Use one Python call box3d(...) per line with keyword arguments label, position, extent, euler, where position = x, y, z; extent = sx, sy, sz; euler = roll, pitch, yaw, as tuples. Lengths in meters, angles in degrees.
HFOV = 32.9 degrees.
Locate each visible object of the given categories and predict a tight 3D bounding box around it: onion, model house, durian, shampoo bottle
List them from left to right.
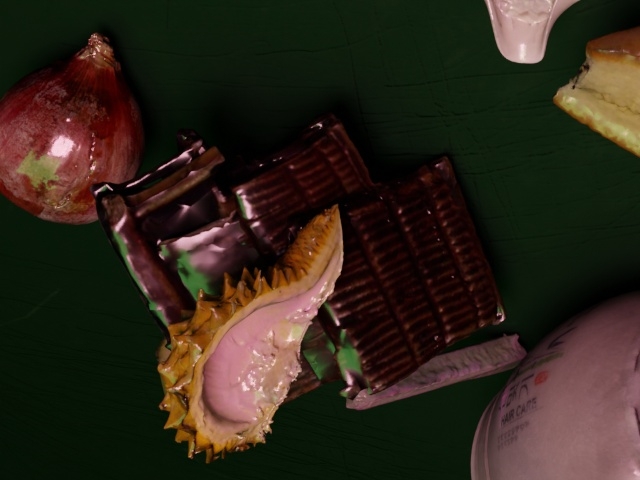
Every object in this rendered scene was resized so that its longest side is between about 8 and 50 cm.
box3d(label="onion", position=(-0.240, -0.114, 1.055), extent=(0.159, 0.159, 0.195), euler=(30, 121, -1))
box3d(label="durian", position=(-0.058, 0.061, 0.850), extent=(0.078, 0.224, 0.140), euler=(27, 173, 42))
box3d(label="model house", position=(0.000, 0.000, 1.018), extent=(0.282, 0.297, 0.317), euler=(-24, 105, 9))
box3d(label="shampoo bottle", position=(0.287, 0.190, 0.961), extent=(0.273, 0.273, 0.266), euler=(34, 148, -6))

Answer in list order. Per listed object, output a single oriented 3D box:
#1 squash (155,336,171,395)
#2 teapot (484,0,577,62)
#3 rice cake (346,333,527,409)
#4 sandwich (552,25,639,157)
box3d(label="squash", position=(-0.134, 0.183, 1.324), extent=(0.123, 0.123, 0.187), euler=(18, 142, 13))
box3d(label="teapot", position=(0.142, -0.237, 0.736), extent=(0.145, 0.092, 0.226), euler=(3, 133, 24))
box3d(label="rice cake", position=(0.116, 0.132, 1.081), extent=(0.036, 0.206, 0.047), euler=(65, 149, 24))
box3d(label="sandwich", position=(0.298, -0.100, 0.765), extent=(0.235, 0.128, 0.122), euler=(27, 144, 4))
